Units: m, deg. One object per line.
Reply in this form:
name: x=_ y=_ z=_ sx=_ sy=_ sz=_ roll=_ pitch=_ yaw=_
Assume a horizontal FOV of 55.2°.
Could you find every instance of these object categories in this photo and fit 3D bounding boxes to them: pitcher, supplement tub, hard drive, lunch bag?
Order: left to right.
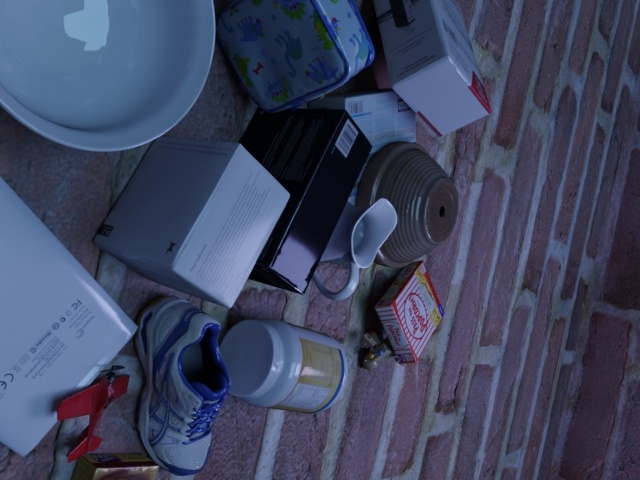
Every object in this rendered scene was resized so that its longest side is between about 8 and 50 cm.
hard drive: x=-0.379 y=0.080 z=0.709 sx=0.210 sy=0.040 sz=0.319 roll=-52 pitch=134 yaw=-27
supplement tub: x=-0.061 y=0.212 z=1.033 sx=0.199 sy=0.144 sz=0.144 roll=27 pitch=79 yaw=-49
lunch bag: x=-0.040 y=-0.282 z=0.868 sx=0.090 sy=0.219 sz=0.176 roll=-45 pitch=112 yaw=-35
pitcher: x=0.000 y=0.000 z=1.003 sx=0.125 sy=0.207 sz=0.178 roll=43 pitch=67 yaw=-46

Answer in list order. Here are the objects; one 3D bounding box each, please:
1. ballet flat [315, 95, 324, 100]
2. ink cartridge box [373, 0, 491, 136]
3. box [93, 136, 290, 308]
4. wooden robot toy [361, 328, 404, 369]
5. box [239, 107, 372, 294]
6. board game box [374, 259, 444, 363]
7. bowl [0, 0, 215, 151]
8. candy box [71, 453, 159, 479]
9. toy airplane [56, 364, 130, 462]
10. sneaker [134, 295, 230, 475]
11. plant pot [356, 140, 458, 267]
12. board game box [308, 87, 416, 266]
ballet flat: x=-0.032 y=-0.389 z=0.934 sx=0.123 sy=0.123 sz=0.349 roll=-46 pitch=127 yaw=-33
ink cartridge box: x=0.202 y=-0.363 z=1.134 sx=0.197 sy=0.114 sz=0.273 roll=29 pitch=46 yaw=-49
box: x=-0.171 y=-0.030 z=0.816 sx=0.119 sy=0.180 sz=0.182 roll=44 pitch=66 yaw=-46
wooden robot toy: x=0.121 y=0.248 z=1.337 sx=0.079 sy=0.076 sz=0.173 roll=-45 pitch=142 yaw=16
box: x=-0.061 y=-0.070 z=0.933 sx=0.103 sy=0.184 sz=0.261 roll=44 pitch=66 yaw=-49
board game box: x=0.200 y=0.154 z=1.346 sx=0.193 sy=0.045 sz=0.147 roll=-45 pitch=116 yaw=-49
bowl: x=-0.273 y=-0.251 z=0.679 sx=0.297 sy=0.134 sz=0.298 roll=-16 pitch=112 yaw=-46
candy box: x=-0.310 y=0.400 z=0.861 sx=0.109 sy=0.053 sz=0.187 roll=23 pitch=83 yaw=-50
toy airplane: x=-0.303 y=0.233 z=0.815 sx=0.151 sy=0.028 sz=0.151 roll=-55 pitch=164 yaw=-24
sneaker: x=-0.194 y=0.233 z=0.896 sx=0.111 sy=0.130 sz=0.297 roll=-26 pitch=119 yaw=-45
plant pot: x=0.179 y=-0.060 z=1.128 sx=0.237 sy=0.109 sz=0.238 roll=-16 pitch=112 yaw=-47
board game box: x=0.087 y=-0.127 z=1.162 sx=0.224 sy=0.097 sz=0.304 roll=-20 pitch=113 yaw=-45
